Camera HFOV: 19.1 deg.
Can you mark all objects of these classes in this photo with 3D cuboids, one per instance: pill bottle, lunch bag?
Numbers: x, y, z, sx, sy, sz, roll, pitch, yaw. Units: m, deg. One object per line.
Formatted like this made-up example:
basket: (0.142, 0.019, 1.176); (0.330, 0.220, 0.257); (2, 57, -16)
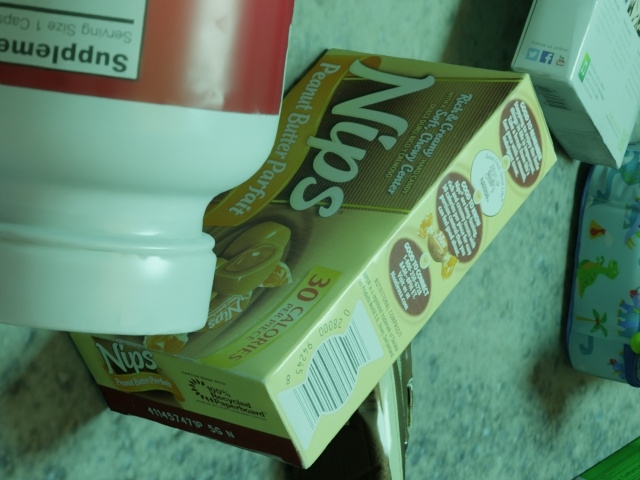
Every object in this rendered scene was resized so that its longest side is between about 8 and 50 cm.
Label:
pill bottle: (-0.125, -0.160, 1.077); (0.229, 0.229, 0.408); (0, 99, -50)
lunch bag: (0.309, 0.018, 1.750); (0.176, 0.090, 0.219); (-6, 105, -52)

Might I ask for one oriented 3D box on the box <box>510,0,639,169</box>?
box: (0.257, -0.245, 1.598); (0.322, 0.058, 0.232); (-69, 157, -9)

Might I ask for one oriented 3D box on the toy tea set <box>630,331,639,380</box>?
toy tea set: (0.374, 0.010, 1.696); (0.336, 0.124, 0.200); (-43, 161, -41)

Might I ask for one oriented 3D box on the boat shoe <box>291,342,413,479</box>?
boat shoe: (0.039, 0.137, 1.455); (0.095, 0.095, 0.257); (-19, 113, -53)

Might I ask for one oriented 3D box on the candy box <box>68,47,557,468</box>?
candy box: (0.000, 0.000, 1.301); (0.316, 0.183, 0.087); (-48, 133, -31)

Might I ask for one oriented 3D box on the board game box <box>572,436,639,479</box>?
board game box: (0.301, 0.363, 1.842); (0.242, 0.064, 0.317); (-22, 115, -45)
